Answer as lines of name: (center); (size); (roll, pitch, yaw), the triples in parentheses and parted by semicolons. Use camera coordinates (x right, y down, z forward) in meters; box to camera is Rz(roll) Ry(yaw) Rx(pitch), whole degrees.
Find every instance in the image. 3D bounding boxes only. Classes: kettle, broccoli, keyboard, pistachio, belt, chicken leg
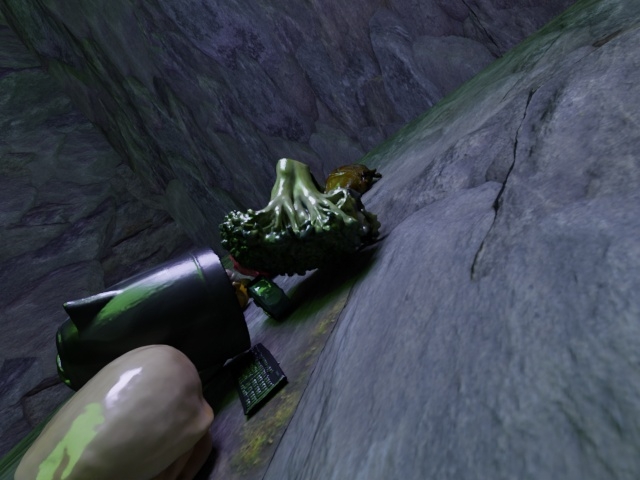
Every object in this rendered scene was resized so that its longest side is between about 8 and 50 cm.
kettle: (-0.320, 0.201, 0.858); (0.324, 0.320, 0.228); (-21, 40, -20)
broccoli: (-0.044, -0.025, 1.000); (0.272, 0.324, 0.334); (-64, -11, 2)
keyboard: (-0.113, 0.229, 0.771); (0.087, 0.017, 0.250); (-42, 10, -12)
pistachio: (-0.263, 0.263, 0.597); (0.214, 0.193, 0.318); (8, 12, 7)
belt: (-0.119, 0.126, 1.008); (0.058, 0.105, 0.140); (-41, 20, -18)
chicken leg: (0.060, -0.186, 1.685); (0.361, 0.140, 0.211); (-40, 17, -33)

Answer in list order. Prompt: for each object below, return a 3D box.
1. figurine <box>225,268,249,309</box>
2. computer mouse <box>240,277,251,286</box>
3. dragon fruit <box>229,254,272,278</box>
figurine: (-0.294, 0.179, 1.255); (0.192, 0.167, 0.257); (-49, -16, 18)
computer mouse: (-0.341, 0.200, 1.632); (0.245, 0.056, 0.126); (-25, 17, 48)
dragon fruit: (-0.215, 0.037, 1.521); (0.205, 0.210, 0.268); (2, -9, -28)
